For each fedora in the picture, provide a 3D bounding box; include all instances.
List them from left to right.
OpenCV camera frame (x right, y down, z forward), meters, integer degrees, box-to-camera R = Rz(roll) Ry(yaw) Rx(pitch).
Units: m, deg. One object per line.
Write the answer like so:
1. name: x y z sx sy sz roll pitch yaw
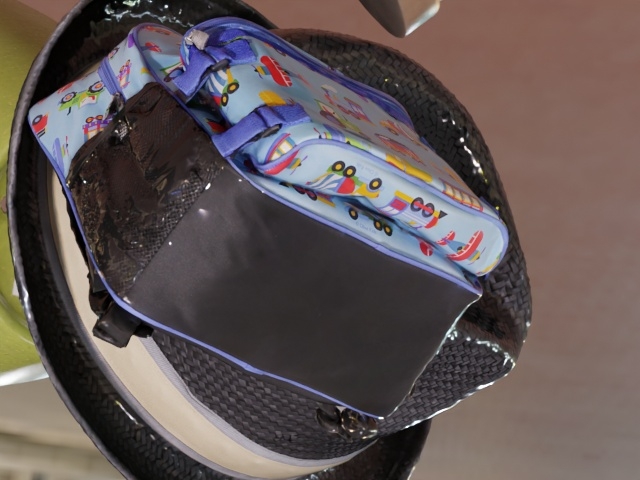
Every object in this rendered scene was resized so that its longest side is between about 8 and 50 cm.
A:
1. fedora: 0.000 0.000 0.993 0.153 0.334 0.334 -16 157 40

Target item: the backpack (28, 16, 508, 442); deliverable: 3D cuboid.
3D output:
1. backpack: -0.030 -0.024 0.766 0.158 0.117 0.173 26 -162 -37

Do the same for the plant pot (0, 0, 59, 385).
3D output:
1. plant pot: -0.195 -0.021 1.158 0.275 0.274 0.293 13 -179 -31

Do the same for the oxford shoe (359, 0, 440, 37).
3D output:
1. oxford shoe: 0.023 -0.159 0.606 0.076 0.076 0.212 -33 146 -8
